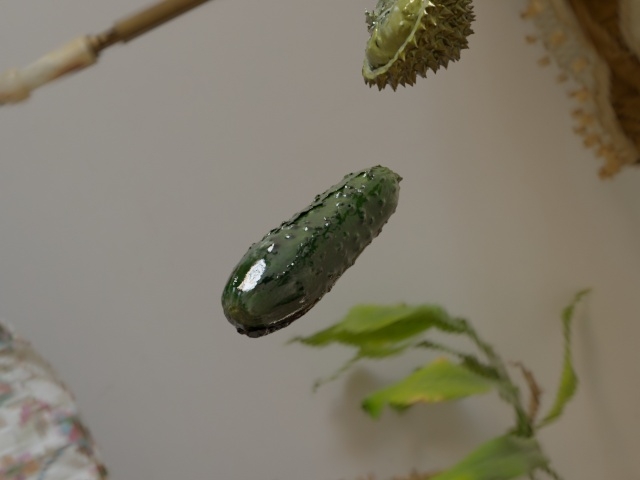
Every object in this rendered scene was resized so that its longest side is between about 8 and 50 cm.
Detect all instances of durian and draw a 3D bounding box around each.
[{"bbox_3d":[0.095,-0.218,1.471,0.102,0.147,0.208,26,-6,-19],"label":"durian"}]

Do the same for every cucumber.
[{"bbox_3d":[0.000,0.000,1.070,0.227,0.069,0.069,-43,112,-43],"label":"cucumber"}]
